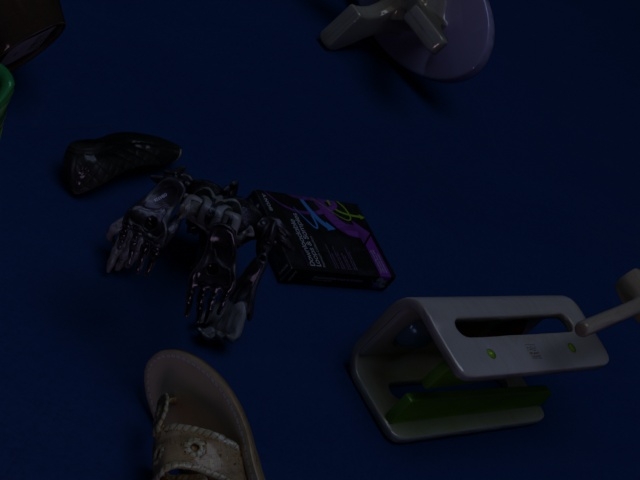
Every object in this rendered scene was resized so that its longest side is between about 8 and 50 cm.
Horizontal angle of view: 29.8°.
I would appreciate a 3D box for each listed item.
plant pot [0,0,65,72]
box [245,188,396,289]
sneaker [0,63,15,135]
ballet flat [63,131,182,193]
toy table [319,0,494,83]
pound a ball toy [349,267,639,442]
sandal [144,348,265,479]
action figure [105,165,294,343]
[{"bbox_3d":[-0.361,-0.278,1.183,0.230,0.215,0.215,54,32,-4],"label":"plant pot"},{"bbox_3d":[0.000,0.000,1.360,0.162,0.029,0.116,5,47,-41],"label":"box"},{"bbox_3d":[-0.383,-0.112,1.008,0.109,0.123,0.295,50,34,13],"label":"sneaker"},{"bbox_3d":[-0.206,-0.084,1.247,0.057,0.049,0.173,18,18,28],"label":"ballet flat"},{"bbox_3d":[0.124,-0.359,1.753,0.274,0.252,0.161,44,14,24],"label":"toy table"},{"bbox_3d":[0.208,0.095,1.294,0.319,0.208,0.135,1,50,-45],"label":"pound a ball toy"},{"bbox_3d":[-0.097,0.192,0.974,0.079,0.088,0.240,-4,58,-56],"label":"sandal"},{"bbox_3d":[-0.120,0.006,1.136,0.164,0.141,0.275,32,6,1],"label":"action figure"}]
